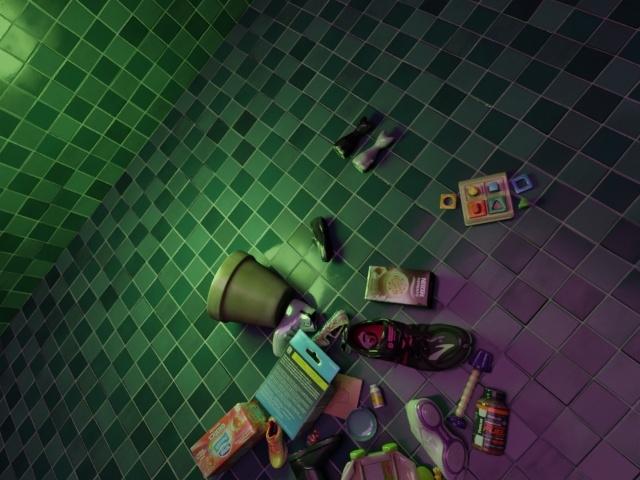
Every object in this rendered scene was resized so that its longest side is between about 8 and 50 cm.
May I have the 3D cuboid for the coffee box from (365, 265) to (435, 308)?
[{"bbox_3d":[0.313,0.182,1.691,0.246,0.098,0.141,3,77,27],"label":"coffee box"}]

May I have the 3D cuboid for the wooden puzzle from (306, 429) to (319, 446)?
[{"bbox_3d":[-0.031,0.802,1.729,0.049,0.006,0.084,1,76,26],"label":"wooden puzzle"}]

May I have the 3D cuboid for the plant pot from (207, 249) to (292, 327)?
[{"bbox_3d":[-0.285,0.237,1.876,0.280,0.323,0.324,19,84,12],"label":"plant pot"}]

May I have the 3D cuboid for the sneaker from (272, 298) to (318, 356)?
[{"bbox_3d":[-0.101,0.389,1.830,0.151,0.094,0.256,16,80,35],"label":"sneaker"}]

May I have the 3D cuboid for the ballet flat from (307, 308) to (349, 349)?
[{"bbox_3d":[0.027,0.386,1.784,0.077,0.091,0.241,45,101,7],"label":"ballet flat"}]

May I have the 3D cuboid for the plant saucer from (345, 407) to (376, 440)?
[{"bbox_3d":[0.155,0.700,1.646,0.119,0.021,0.120,-2,79,9],"label":"plant saucer"}]

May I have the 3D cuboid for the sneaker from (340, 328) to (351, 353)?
[{"bbox_3d":[0.100,0.406,1.746,0.038,0.069,0.098,-15,69,21],"label":"sneaker"}]

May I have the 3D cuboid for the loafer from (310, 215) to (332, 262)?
[{"bbox_3d":[0.000,0.000,1.915,0.078,0.076,0.224,-24,61,24],"label":"loafer"}]

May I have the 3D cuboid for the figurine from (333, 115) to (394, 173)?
[{"bbox_3d":[0.199,-0.437,1.941,0.209,0.092,0.215,-47,62,2],"label":"figurine"}]

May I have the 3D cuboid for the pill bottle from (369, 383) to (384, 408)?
[{"bbox_3d":[0.214,0.595,1.649,0.043,0.043,0.084,-23,66,18],"label":"pill bottle"}]

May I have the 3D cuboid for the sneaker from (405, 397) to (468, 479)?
[{"bbox_3d":[0.403,0.690,1.506,0.114,0.152,0.305,-24,81,-24],"label":"sneaker"}]

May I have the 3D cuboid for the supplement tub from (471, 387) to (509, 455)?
[{"bbox_3d":[0.569,0.601,1.440,0.105,0.106,0.198,6,78,27],"label":"supplement tub"}]

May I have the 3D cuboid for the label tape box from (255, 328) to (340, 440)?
[{"bbox_3d":[-0.073,0.572,1.735,0.249,0.115,0.348,37,97,33],"label":"label tape box"}]

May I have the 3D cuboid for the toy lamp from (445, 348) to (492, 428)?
[{"bbox_3d":[0.525,0.513,1.506,0.080,0.080,0.275,22,88,29],"label":"toy lamp"}]

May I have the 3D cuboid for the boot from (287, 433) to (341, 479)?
[{"bbox_3d":[0.008,0.880,1.639,0.246,0.094,0.207,-30,68,10],"label":"boot"}]

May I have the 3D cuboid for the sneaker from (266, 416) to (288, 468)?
[{"bbox_3d":[-0.187,0.815,1.751,0.081,0.094,0.209,-9,73,22],"label":"sneaker"}]

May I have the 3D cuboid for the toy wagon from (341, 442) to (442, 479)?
[{"bbox_3d":[0.252,0.858,1.505,0.343,0.068,0.268,-11,74,-2],"label":"toy wagon"}]

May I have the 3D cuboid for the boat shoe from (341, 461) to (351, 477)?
[{"bbox_3d":[0.133,0.938,1.568,0.095,0.079,0.255,-13,72,19],"label":"boat shoe"}]

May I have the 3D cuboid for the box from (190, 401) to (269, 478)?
[{"bbox_3d":[-0.369,0.828,1.804,0.300,0.154,0.142,-44,62,7],"label":"box"}]

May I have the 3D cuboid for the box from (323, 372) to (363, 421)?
[{"bbox_3d":[0.063,0.617,1.730,0.201,0.021,0.165,7,79,27],"label":"box"}]

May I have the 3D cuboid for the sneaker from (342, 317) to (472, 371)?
[{"bbox_3d":[0.301,0.380,1.579,0.481,0.202,0.186,-5,74,25],"label":"sneaker"}]

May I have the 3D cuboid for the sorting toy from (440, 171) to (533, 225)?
[{"bbox_3d":[0.635,-0.164,1.666,0.347,0.047,0.196,-11,71,23],"label":"sorting toy"}]
